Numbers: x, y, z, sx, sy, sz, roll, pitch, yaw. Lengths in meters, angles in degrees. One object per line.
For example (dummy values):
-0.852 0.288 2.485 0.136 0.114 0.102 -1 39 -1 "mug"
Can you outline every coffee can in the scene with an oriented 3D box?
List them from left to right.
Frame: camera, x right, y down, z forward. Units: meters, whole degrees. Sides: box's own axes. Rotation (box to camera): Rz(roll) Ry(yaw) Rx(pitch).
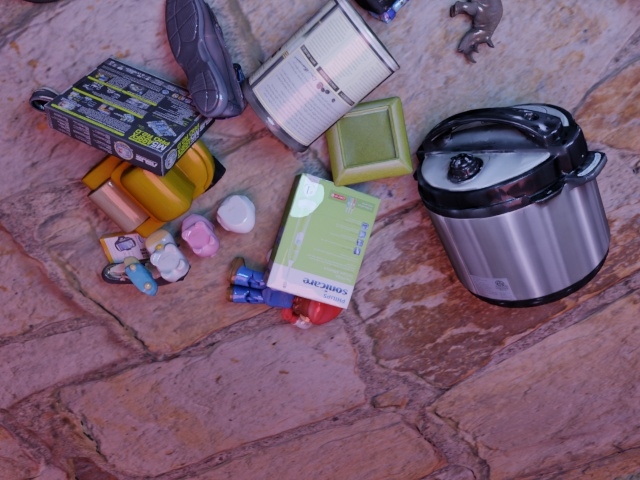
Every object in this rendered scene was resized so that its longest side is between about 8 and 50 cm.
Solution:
0.000 -0.350 1.174 0.275 0.201 0.201 -38 115 19 "coffee can"

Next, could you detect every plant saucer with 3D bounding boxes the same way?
0.109 -0.234 1.281 0.188 0.045 0.188 -10 86 4 "plant saucer"

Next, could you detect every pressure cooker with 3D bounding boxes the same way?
0.421 -0.106 1.233 0.370 0.375 0.420 -23 119 15 "pressure cooker"

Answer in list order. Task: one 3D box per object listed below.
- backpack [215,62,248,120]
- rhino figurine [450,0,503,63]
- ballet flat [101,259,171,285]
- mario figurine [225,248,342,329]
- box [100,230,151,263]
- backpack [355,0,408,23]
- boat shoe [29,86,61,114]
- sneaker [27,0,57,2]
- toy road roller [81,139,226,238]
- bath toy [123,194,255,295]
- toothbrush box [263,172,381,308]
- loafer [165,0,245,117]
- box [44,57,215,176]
-0.214 -0.335 1.245 0.105 0.084 0.114 -8 114 6 "backpack"
0.333 -0.497 1.173 0.106 0.073 0.243 -5 122 5 "rhino figurine"
-0.481 0.085 1.480 0.203 0.074 0.074 0 121 -10 "ballet flat"
-0.089 0.134 1.532 0.321 0.170 0.198 14 156 2 "mario figurine"
-0.507 0.014 1.478 0.136 0.028 0.081 -10 121 2 "box"
0.142 -0.541 1.101 0.117 0.158 0.173 37 102 -30 "backpack"
-0.569 -0.277 1.281 0.206 0.065 0.075 30 115 -18 "boat shoe"
-0.645 -0.528 1.094 0.286 0.130 0.109 5 118 -6 "sneaker"
-0.395 -0.126 1.274 0.330 0.240 0.202 -33 116 17 "toy road roller"
-0.316 0.000 1.396 0.348 0.129 0.151 -32 77 -3 "bath toy"
0.000 0.000 1.365 0.206 0.122 0.283 17 90 -11 "toothbrush box"
-0.240 -0.391 1.157 0.109 0.095 0.302 -25 79 34 "loafer"
-0.390 -0.266 1.164 0.270 0.216 0.060 23 140 6 "box"
